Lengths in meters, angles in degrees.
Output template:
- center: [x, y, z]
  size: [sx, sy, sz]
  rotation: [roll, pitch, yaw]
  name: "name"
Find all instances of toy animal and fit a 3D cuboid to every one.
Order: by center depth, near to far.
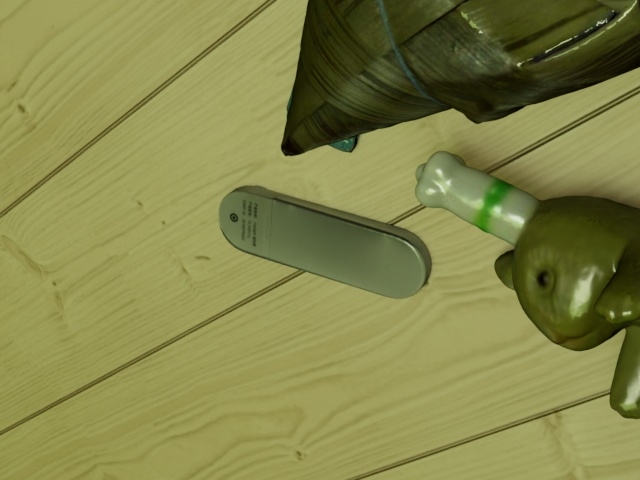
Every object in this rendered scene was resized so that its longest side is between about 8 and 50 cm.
- center: [0.247, 0.041, 0.802]
  size: [0.363, 0.180, 0.181]
  rotation: [5, 141, 23]
  name: "toy animal"

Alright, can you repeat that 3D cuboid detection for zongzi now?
- center: [0.029, -0.191, 0.564]
  size: [0.300, 0.138, 0.286]
  rotation: [-16, 102, 46]
  name: "zongzi"

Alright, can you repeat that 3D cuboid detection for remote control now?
- center: [0.000, 0.000, 1.023]
  size: [0.245, 0.022, 0.077]
  rotation: [17, 118, 22]
  name: "remote control"

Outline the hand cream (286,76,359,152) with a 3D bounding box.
- center: [0.023, -0.189, 0.912]
  size: [0.083, 0.048, 0.224]
  rotation: [29, 130, 15]
  name: "hand cream"
